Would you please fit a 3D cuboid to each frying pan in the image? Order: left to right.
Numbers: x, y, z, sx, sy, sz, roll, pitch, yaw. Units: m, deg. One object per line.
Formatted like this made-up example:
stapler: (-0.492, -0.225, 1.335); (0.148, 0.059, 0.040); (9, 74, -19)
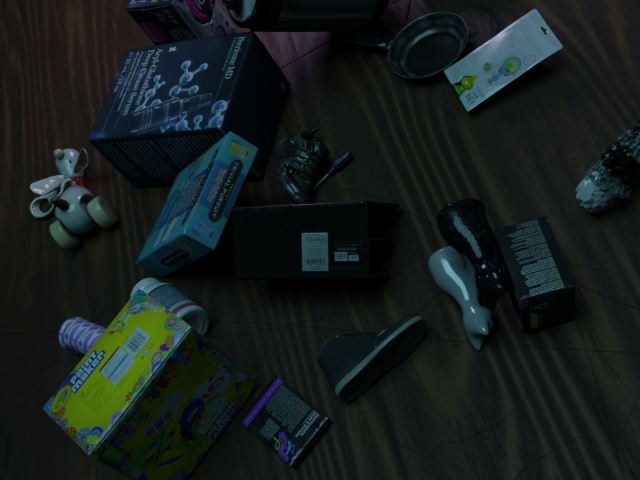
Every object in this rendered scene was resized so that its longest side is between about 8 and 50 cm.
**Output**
frying pan: (0.194, -0.436, 2.128); (0.326, 0.053, 0.197); (-11, 54, 25)

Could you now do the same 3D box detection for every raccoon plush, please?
raccoon plush: (0.720, -0.141, 1.609); (0.299, 0.216, 0.446); (50, 120, 27)

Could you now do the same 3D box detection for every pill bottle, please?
pill bottle: (-0.336, 0.155, 1.989); (0.180, 0.108, 0.108); (33, 78, 39)

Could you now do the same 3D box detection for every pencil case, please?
pencil case: (-0.506, 0.239, 2.045); (0.206, 0.086, 0.088); (16, 102, 38)

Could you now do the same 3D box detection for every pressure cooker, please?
pressure cooker: (-0.070, -0.673, 2.131); (0.420, 0.370, 0.376); (-6, 58, -22)

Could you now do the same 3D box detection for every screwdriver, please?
screwdriver: (0.010, -0.139, 2.056); (0.025, 0.024, 0.170); (42, 91, 12)

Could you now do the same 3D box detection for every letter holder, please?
letter holder: (0.000, 0.000, 1.899); (0.301, 0.214, 0.152); (-2, 91, 26)

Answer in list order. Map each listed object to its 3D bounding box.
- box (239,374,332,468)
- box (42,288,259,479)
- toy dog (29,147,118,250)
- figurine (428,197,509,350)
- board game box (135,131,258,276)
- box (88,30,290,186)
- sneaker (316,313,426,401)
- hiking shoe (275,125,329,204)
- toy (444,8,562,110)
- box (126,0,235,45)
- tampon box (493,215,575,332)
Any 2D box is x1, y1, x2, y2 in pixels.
box: (-0.068, 0.352, 1.762); (0.162, 0.029, 0.116); (32, 79, 41)
box: (-0.321, 0.304, 1.769); (0.177, 0.279, 0.290); (29, 75, 39)
toy dog: (-0.654, -0.130, 2.319); (0.220, 0.161, 0.333); (-48, 50, -7)
figurine: (0.277, 0.070, 1.661); (0.092, 0.215, 0.209); (-10, 51, -11)
board game box: (-0.279, -0.071, 2.016); (0.336, 0.079, 0.254); (-23, 42, 60)
box: (-0.318, -0.314, 2.225); (0.395, 0.212, 0.294); (-1, 58, 27)
sneaker: (0.091, 0.195, 1.743); (0.222, 0.083, 0.118); (-40, 49, 1)
hiking shoe: (-0.036, -0.175, 2.045); (0.114, 0.086, 0.227); (-30, 45, 19)
toy: (0.401, -0.384, 1.977); (0.237, 0.056, 0.137); (-31, 53, 13)
box: (-0.364, -0.590, 2.409); (0.163, 0.247, 0.142); (3, 62, 30)
tampon box: (0.386, 0.061, 1.635); (0.101, 0.120, 0.161); (-16, 52, 6)
